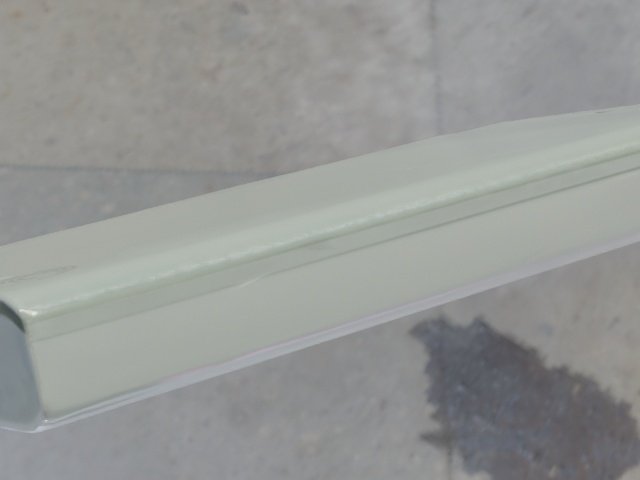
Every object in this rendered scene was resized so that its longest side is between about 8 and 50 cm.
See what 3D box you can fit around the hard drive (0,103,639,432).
[{"bbox_3d":[0.000,0.000,0.624,0.203,0.307,0.040,-3,101,58],"label":"hard drive"}]
